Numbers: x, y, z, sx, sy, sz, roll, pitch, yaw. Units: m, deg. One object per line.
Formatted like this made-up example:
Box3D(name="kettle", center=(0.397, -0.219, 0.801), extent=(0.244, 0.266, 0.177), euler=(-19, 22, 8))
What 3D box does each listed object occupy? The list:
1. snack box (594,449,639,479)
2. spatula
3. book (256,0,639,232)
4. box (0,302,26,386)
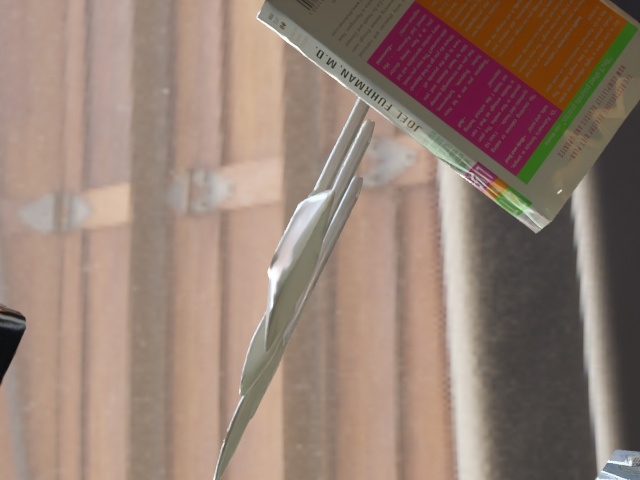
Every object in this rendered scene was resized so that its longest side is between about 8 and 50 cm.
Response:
Box3D(name="snack box", center=(0.260, 0.223, 0.903), extent=(0.174, 0.070, 0.207), euler=(0, -54, 42))
Box3D(name="spatula", center=(0.000, 0.000, 0.865), extent=(0.168, 0.019, 0.242), euler=(103, 10, -46))
Box3D(name="book", center=(0.060, -0.083, 0.648), extent=(0.096, 0.144, 0.035), euler=(-52, -179, -23))
Box3D(name="box", center=(-0.492, 0.144, 0.817), extent=(0.471, 0.297, 0.480), euler=(26, -88, 24))
